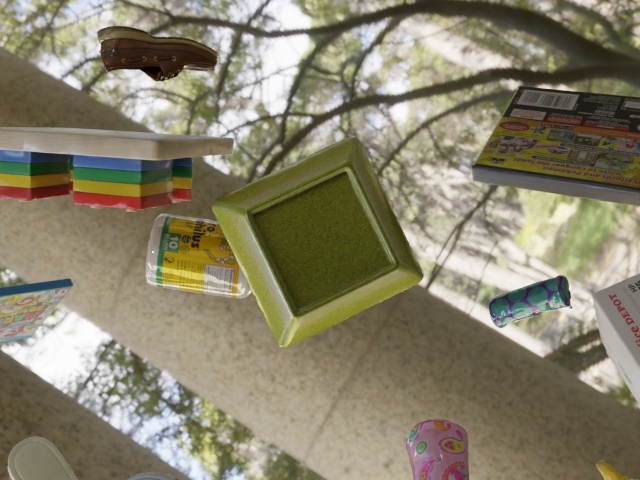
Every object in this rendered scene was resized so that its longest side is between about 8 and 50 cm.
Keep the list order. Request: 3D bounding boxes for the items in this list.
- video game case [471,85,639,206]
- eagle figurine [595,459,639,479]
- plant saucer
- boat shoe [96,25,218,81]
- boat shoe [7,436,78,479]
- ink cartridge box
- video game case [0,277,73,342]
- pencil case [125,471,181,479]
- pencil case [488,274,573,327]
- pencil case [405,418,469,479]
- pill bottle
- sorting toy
[{"bbox_3d":[0.420,-0.162,1.312,0.248,0.275,0.035,-55,-35,-37],"label":"video game case"},{"bbox_3d":[0.264,0.240,0.529,0.226,0.225,0.298,-65,7,-19],"label":"eagle figurine"},{"bbox_3d":[0.000,0.000,0.894,0.188,0.188,0.045,-26,0,-6],"label":"plant saucer"},{"bbox_3d":[-0.218,-0.243,1.081,0.178,0.064,0.060,0,-92,-43],"label":"boat shoe"},{"bbox_3d":[-0.416,0.467,1.315,0.109,0.305,0.091,-27,-12,-33],"label":"boat shoe"},{"bbox_3d":[0.650,0.161,1.388,0.270,0.198,0.197,-25,-47,6],"label":"ink cartridge box"},{"bbox_3d":[-0.434,0.105,1.121,0.119,0.015,0.166,-8,-25,-46],"label":"video game case"},{"bbox_3d":[-0.179,0.379,0.987,0.124,0.113,0.273,-29,-34,-11],"label":"pencil case"},{"bbox_3d":[0.396,0.117,1.507,0.152,0.070,0.064,-22,45,31],"label":"pencil case"},{"bbox_3d":[0.214,0.461,1.413,0.284,0.124,0.124,-87,12,-45],"label":"pencil case"},{"bbox_3d":[-0.161,0.028,1.264,0.117,0.209,0.117,-171,90,-87],"label":"pill bottle"},{"bbox_3d":[-0.277,-0.097,1.049,0.255,0.257,0.089,-29,-57,-74],"label":"sorting toy"}]
